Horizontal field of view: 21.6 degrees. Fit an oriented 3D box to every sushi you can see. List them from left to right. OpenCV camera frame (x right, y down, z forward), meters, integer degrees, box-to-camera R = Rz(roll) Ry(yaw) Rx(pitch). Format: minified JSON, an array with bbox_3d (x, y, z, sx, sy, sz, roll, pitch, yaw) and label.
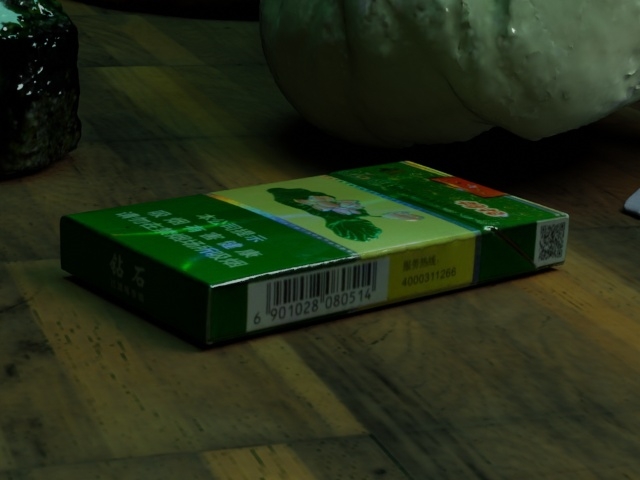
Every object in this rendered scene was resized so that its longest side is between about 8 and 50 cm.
[{"bbox_3d":[-0.260,-0.115,1.047,0.225,0.127,0.124,10,18,17],"label":"sushi"}]

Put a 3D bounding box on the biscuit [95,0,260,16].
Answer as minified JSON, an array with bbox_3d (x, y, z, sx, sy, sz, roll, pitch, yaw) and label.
[{"bbox_3d":[-0.092,-0.311,1.786,0.408,0.091,0.407,2,16,-1],"label":"biscuit"}]

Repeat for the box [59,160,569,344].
[{"bbox_3d":[0.000,0.000,0.861,0.235,0.034,0.132,-10,21,-37],"label":"box"}]

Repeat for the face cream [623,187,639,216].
[{"bbox_3d":[0.311,-0.035,0.925,0.154,0.096,0.274,-41,31,-19],"label":"face cream"}]

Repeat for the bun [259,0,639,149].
[{"bbox_3d":[0.122,-0.198,1.121,0.365,0.219,0.365,-16,14,4],"label":"bun"}]
